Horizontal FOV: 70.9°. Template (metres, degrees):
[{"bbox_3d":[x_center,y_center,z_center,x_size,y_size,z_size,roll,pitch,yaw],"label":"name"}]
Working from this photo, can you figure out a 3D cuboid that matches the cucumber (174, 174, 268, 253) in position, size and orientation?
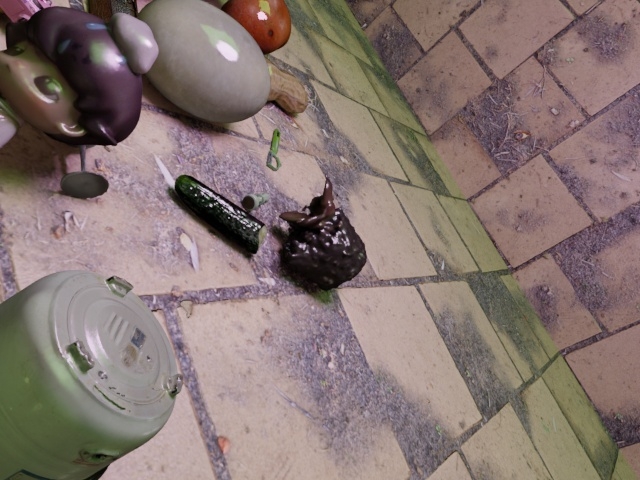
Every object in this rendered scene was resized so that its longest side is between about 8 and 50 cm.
[{"bbox_3d":[-0.220,-0.060,0.997,0.241,0.074,0.074,36,35,-22],"label":"cucumber"}]

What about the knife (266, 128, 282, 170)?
[{"bbox_3d":[-0.134,-0.282,1.390,0.054,0.015,0.212,35,35,-29],"label":"knife"}]

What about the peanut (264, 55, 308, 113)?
[{"bbox_3d":[-0.151,-0.518,1.512,0.298,0.120,0.136,16,71,-47],"label":"peanut"}]

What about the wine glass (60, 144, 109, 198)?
[{"bbox_3d":[-0.434,-0.176,0.817,0.079,0.079,0.195,13,51,-47],"label":"wine glass"}]

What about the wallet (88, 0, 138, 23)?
[{"bbox_3d":[-0.525,-0.588,1.153,0.133,0.039,0.243,12,46,-42],"label":"wallet"}]

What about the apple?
[{"bbox_3d":[-0.214,-0.746,1.548,0.253,0.253,0.253,34,36,-29],"label":"apple"}]

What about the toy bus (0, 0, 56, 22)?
[{"bbox_3d":[-0.573,-0.462,0.863,0.203,0.063,0.090,61,27,-42],"label":"toy bus"}]

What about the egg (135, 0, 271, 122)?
[{"bbox_3d":[-0.286,-0.439,1.115,0.352,0.258,0.258,35,35,-26],"label":"egg"}]

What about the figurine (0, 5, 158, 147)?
[{"bbox_3d":[-0.441,-0.224,0.652,0.218,0.206,0.365,33,42,28],"label":"figurine"}]

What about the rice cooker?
[{"bbox_3d":[-0.300,0.168,0.500,0.226,0.244,0.226,57,3,-4],"label":"rice cooker"}]

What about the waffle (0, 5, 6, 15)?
[{"bbox_3d":[-0.700,-0.526,0.838,0.249,0.056,0.253,53,32,-4],"label":"waffle"}]

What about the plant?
[{"bbox_3d":[0.000,0.000,1.118,0.234,0.204,0.178,50,20,-26],"label":"plant"}]

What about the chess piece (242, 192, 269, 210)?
[{"bbox_3d":[-0.160,-0.104,1.155,0.042,0.042,0.093,54,25,3],"label":"chess piece"}]
